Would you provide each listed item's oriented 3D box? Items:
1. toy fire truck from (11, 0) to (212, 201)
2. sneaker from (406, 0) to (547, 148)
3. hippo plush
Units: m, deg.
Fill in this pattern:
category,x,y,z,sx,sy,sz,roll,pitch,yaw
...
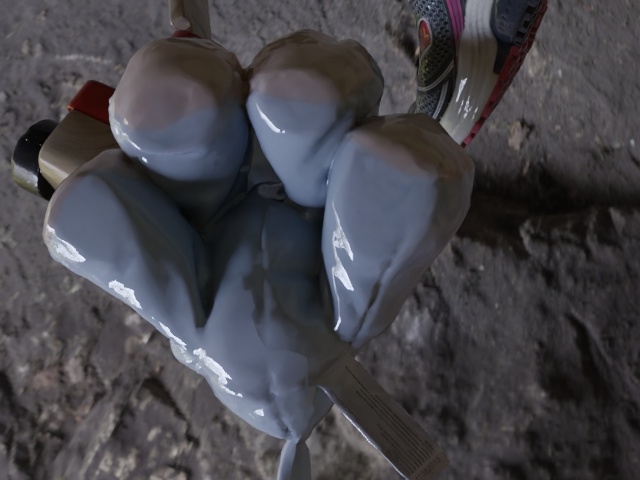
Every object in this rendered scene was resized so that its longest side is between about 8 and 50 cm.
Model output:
category,x,y,z,sx,sy,sz,roll,pitch,yaw
toy fire truck,-0.112,-0.092,0.875,0.158,0.246,0.217,25,161,26
sneaker,0.108,-0.174,0.804,0.112,0.121,0.299,29,152,9
hippo plush,0.000,0.000,0.699,0.234,0.236,0.294,-37,88,14
